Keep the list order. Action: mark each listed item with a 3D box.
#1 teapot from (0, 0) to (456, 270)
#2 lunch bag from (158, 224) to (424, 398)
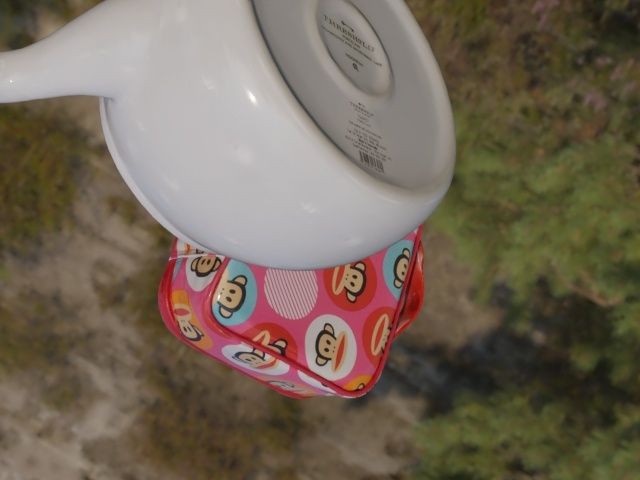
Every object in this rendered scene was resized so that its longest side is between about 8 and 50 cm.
[{"bbox_3d":[-0.045,-0.079,0.901,0.187,0.252,0.256,-29,101,32],"label":"teapot"},{"bbox_3d":[0.000,0.000,1.365,0.258,0.293,0.120,31,157,-31],"label":"lunch bag"}]
